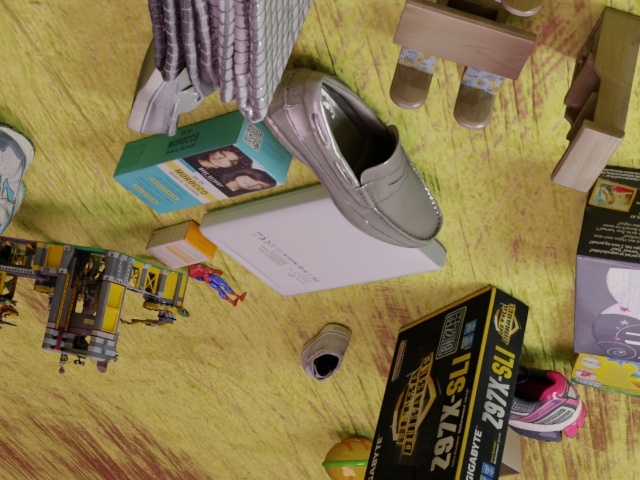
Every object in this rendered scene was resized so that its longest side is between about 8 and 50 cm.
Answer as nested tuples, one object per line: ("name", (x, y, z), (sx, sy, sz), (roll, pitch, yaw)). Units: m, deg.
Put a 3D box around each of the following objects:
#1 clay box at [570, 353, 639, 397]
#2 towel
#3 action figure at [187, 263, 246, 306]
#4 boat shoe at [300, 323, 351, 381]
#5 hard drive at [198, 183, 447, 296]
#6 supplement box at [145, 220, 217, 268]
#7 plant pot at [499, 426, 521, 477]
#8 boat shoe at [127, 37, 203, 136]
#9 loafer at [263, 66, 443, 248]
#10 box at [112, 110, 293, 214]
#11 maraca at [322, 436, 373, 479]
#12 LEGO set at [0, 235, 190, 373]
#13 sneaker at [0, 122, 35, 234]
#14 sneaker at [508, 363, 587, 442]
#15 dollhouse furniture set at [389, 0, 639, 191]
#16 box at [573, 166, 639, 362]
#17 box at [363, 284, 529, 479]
("clay box", (0.444, 0.159, 1.916), (0.127, 0.053, 0.222), (13, 152, 8))
("towel", (-0.075, -0.288, 1.230), (0.121, 0.235, 0.283), (16, 150, 9))
("action figure", (-0.173, 0.062, 2.094), (0.115, 0.030, 0.038), (35, 141, -20))
("boat shoe", (0.007, 0.203, 2.207), (0.066, 0.063, 0.184), (23, 150, -12))
("hard drive", (0.000, 0.000, 1.884), (0.307, 0.040, 0.203), (-13, 140, 41))
("supplement box", (-0.212, 0.007, 2.010), (0.098, 0.036, 0.062), (-13, 140, 42))
("plant pot", (0.284, 0.346, 2.278), (0.109, 0.096, 0.109), (34, 147, -27))
("boat shoe", (-0.182, -0.194, 1.619), (0.081, 0.079, 0.227), (13, 157, -13))
("loafer", (0.057, -0.094, 1.619), (0.111, 0.112, 0.319), (-3, 146, 47))
("box", (-0.160, -0.103, 1.769), (0.244, 0.060, 0.100), (-11, 141, 41))
("maraca", (0.083, 0.430, 2.535), (0.127, 0.099, 0.186), (-5, 171, 37))
("LEGO set", (-0.383, 0.115, 2.046), (0.331, 0.192, 0.255), (9, 172, 18))
("sneaker", (-0.487, -0.076, 1.920), (0.110, 0.122, 0.283), (16, 151, 0))
("sneaker", (0.267, 0.235, 2.072), (0.299, 0.121, 0.112), (-1, 141, 29))
("dollhouse furniture set", (0.192, -0.176, 1.355), (0.242, 0.161, 0.212), (17, 151, 0))
("box", (0.406, 0.041, 1.639), (0.163, 0.142, 0.247), (9, 150, 15))
("box", (0.179, 0.252, 1.938), (0.079, 0.322, 0.257), (28, 150, -22))
